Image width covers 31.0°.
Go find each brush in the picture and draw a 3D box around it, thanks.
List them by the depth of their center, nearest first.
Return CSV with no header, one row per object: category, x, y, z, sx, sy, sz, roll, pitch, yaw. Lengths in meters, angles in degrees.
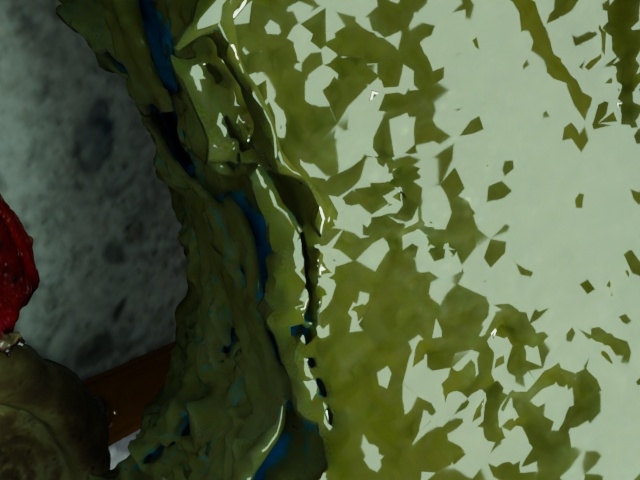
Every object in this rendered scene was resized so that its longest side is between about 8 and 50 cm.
brush,-0.046,0.056,0.614,0.314,0.017,0.090,-24,122,-48

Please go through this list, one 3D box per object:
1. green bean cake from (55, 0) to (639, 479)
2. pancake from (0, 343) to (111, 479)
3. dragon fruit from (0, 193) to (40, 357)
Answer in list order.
green bean cake,0.000,0.000,0.474,0.285,0.202,0.310,-34,112,-11
pancake,-0.159,0.125,0.472,0.190,0.020,0.184,11,103,-51
dragon fruit,-0.163,0.014,0.375,0.162,0.083,0.106,-66,147,-59
